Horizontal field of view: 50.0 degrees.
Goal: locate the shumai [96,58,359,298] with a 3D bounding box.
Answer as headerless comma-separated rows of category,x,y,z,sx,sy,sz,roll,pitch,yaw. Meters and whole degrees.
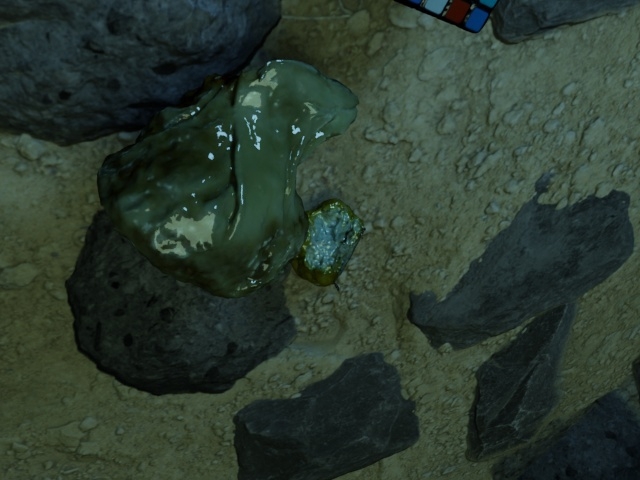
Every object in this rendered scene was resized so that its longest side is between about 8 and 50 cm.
shumai,-0.098,-0.107,0.894,0.288,0.292,0.330,-37,172,24

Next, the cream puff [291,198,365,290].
cream puff,-0.001,-0.001,1.177,0.156,0.156,0.121,-7,173,-21

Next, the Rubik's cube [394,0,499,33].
Rubik's cube,0.138,-0.394,0.856,0.187,0.182,0.184,8,123,-32
